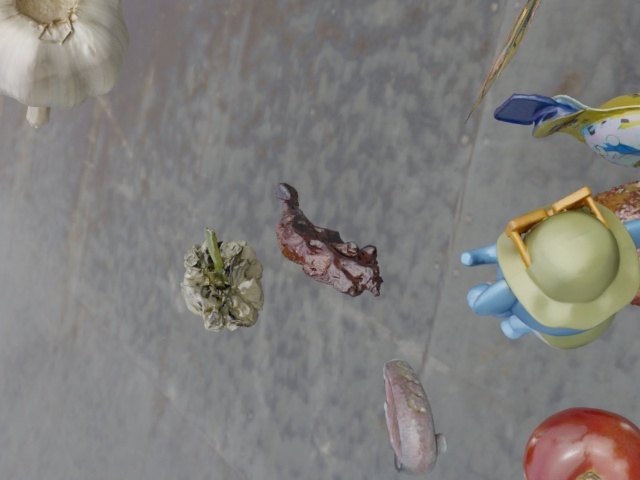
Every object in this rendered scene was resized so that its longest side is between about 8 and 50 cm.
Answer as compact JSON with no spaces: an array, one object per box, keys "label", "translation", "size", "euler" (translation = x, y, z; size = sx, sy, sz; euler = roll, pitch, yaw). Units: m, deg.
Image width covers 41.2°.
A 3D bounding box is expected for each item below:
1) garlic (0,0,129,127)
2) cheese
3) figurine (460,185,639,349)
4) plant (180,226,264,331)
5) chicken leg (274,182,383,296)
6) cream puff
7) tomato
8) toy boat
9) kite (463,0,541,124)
[{"label":"garlic","translation":[-0.333,-0.218,1.056],"size":[0.226,0.199,0.199],"euler":[116,146,-55]},{"label":"cheese","translation":[0.312,-0.122,0.913],"size":[0.156,0.250,0.064],"euler":[122,156,-78]},{"label":"figurine","translation":[0.247,0.047,0.919],"size":[0.262,0.180,0.154],"euler":[100,177,-63]},{"label":"plant","translation":[-0.112,0.039,0.985],"size":[0.122,0.104,0.117],"euler":[93,153,-56]},{"label":"chicken leg","translation":[-0.004,0.003,1.013],"size":[0.219,0.089,0.048],"euler":[37,136,36]},{"label":"cream puff","translation":[0.566,-0.003,1.500],"size":[0.164,0.240,0.240],"euler":[89,164,-53]},{"label":"tomato","translation":[0.405,0.340,1.286],"size":[0.136,0.195,0.195],"euler":[-46,-24,-70]},{"label":"toy boat","translation":[0.160,0.301,1.446],"size":[0.227,0.085,0.155],"euler":[-100,8,-65]},{"label":"kite","translation":[0.327,-0.340,1.476],"size":[0.328,0.013,0.377],"euler":[-64,-1,26]}]
